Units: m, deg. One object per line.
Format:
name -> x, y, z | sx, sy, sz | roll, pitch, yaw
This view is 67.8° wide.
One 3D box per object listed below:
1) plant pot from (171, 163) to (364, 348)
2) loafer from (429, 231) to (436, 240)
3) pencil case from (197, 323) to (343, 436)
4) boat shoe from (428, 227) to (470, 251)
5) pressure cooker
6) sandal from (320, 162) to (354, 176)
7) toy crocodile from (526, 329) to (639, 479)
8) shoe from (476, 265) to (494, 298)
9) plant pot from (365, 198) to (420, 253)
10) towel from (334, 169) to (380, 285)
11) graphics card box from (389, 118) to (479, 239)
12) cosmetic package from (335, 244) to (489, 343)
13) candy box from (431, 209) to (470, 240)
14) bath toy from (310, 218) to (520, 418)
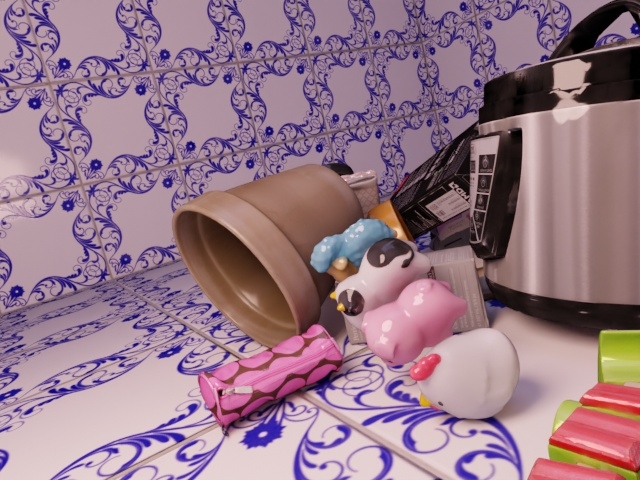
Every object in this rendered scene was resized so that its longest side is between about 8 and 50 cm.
plant pot -> -0.073, 0.000, 0.921 | 0.323, 0.323, 0.280 | -3, 32, 50
loafer -> 0.432, -0.041, 1.398 | 0.223, 0.078, 0.076 | -13, 9, 3
pencil case -> -0.066, 0.192, 0.693 | 0.209, 0.095, 0.098 | -21, -24, -27
boat shoe -> 0.405, -0.025, 1.324 | 0.226, 0.083, 0.076 | -17, 10, -11
pressure cooker -> 0.418, -0.118, 0.693 | 0.375, 0.421, 0.369 | -12, 12, -38
sandal -> -0.002, -0.014, 1.262 | 0.167, 0.107, 0.446 | -10, -33, -15
toy crocodile -> 0.202, 0.173, 0.341 | 0.115, 0.105, 0.340 | -5, 13, 46
shoe -> 0.322, 0.075, 0.912 | 0.218, 0.059, 0.076 | -14, 9, 1
plant pot -> 0.119, 0.041, 1.070 | 0.187, 0.205, 0.205 | -27, 6, 13
towel -> 0.000, 0.000, 1.167 | 0.331, 0.317, 0.053 | -14, 39, -1
graphics card box -> 0.286, -0.131, 1.163 | 0.233, 0.094, 0.371 | -54, 7, -29
cosmetic package -> 0.157, 0.095, 0.832 | 0.237, 0.127, 0.107 | -13, 9, 16
candy box -> 0.368, -0.087, 1.316 | 0.164, 0.070, 0.196 | -26, 14, 5
bath toy -> 0.104, 0.098, 0.639 | 0.128, 0.152, 0.348 | 7, 24, -28
